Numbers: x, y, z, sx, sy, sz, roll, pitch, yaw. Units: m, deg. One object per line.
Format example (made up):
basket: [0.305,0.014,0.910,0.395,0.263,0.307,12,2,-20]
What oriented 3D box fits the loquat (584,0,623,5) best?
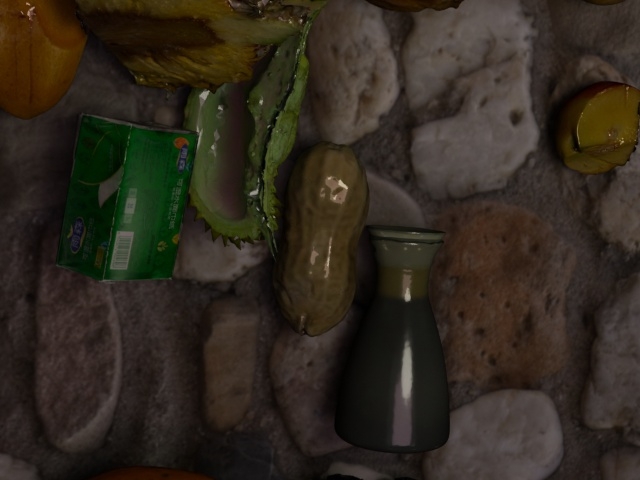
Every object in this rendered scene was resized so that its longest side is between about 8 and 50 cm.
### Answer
loquat: [0.423,-0.432,1.615,0.204,0.149,0.172,-8,82,-49]

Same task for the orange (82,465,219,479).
orange: [-0.242,0.514,1.511,0.423,0.326,0.424,1,84,-11]

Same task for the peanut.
peanut: [0.000,0.000,1.582,0.130,0.130,0.290,5,104,-19]

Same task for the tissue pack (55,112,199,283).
tissue pack: [-0.276,-0.062,1.481,0.148,0.156,0.209,0,103,-55]

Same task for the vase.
vase: [0.114,0.140,1.633,0.173,0.173,0.321,1,97,-18]

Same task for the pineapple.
pineapple: [-0.141,-0.340,1.362,0.286,0.344,0.209,-1,70,14]

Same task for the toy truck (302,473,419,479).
toy truck: [0.090,0.432,1.712,0.285,0.111,0.136,11,82,-22]

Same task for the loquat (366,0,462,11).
loquat: [0.136,-0.448,1.464,0.276,0.276,0.284,-25,91,-11]

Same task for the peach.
peach: [0.421,-0.180,1.682,0.151,0.118,0.151,-9,143,-7]

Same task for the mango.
mango: [-0.382,-0.285,1.394,0.187,0.138,0.257,6,103,-40]

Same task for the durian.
durian: [-0.096,-0.165,1.490,0.158,0.169,0.352,12,99,-20]
